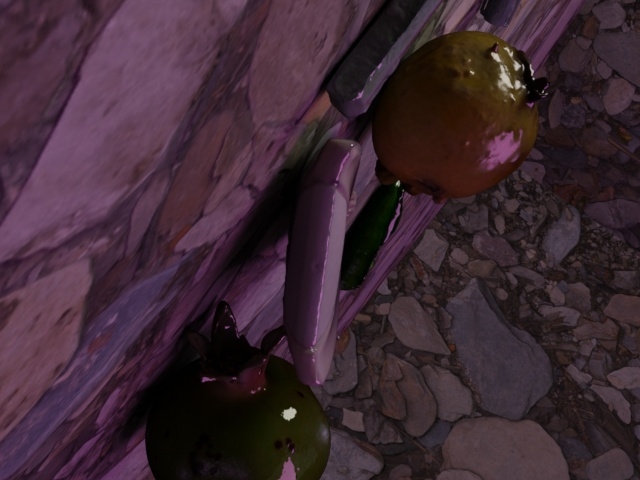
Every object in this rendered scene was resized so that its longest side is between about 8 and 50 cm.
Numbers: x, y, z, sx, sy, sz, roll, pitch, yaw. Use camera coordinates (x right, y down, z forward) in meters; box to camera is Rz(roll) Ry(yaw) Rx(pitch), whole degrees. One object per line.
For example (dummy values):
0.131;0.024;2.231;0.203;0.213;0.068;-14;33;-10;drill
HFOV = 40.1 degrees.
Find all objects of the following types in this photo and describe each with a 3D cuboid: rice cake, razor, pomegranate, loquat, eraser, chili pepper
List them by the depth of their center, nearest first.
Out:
0.073;-0.180;0.659;0.207;0.033;0.033;-54;163;-7;rice cake
-0.001;0.000;0.813;0.243;0.059;0.204;-87;-177;-80;eraser
-0.078;0.165;0.833;0.181;0.182;0.224;-45;149;-48;pomegranate
0.127;-0.113;0.852;0.204;0.149;0.172;-42;-178;34;loquat
0.238;-0.321;1.030;0.135;0.040;0.068;-58;175;-19;razor
0.076;-0.009;1.335;0.216;0.062;0.108;-58;177;30;chili pepper

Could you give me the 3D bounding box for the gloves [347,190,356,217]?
0.023;-0.046;0.962;0.081;0.038;0.044;-14;105;-70;gloves
